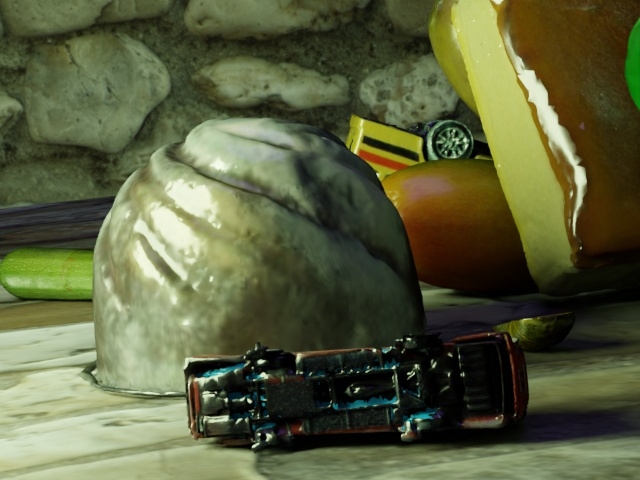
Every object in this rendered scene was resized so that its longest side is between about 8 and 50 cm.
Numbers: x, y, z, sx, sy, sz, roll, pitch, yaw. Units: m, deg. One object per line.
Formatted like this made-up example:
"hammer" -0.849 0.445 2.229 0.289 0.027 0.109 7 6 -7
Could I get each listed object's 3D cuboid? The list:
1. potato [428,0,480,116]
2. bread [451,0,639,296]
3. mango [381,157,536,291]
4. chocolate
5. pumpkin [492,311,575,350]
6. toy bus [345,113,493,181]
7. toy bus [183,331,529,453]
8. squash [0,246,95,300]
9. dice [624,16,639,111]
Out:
"potato" 0.245 -0.209 1.832 0.266 0.229 0.229 21 -4 -23
"bread" 0.324 -0.122 1.646 0.324 0.333 0.143 -10 -18 -20
"mango" 0.187 -0.017 1.712 0.289 0.129 0.146 -1 27 -5
"chocolate" -0.065 0.002 1.451 0.303 0.213 0.303 -5 8 1
"pumpkin" 0.174 0.075 1.381 0.050 0.028 0.083 -7 -2 -24
"toy bus" 0.187 -0.051 1.839 0.336 0.123 0.121 17 3 -6
"toy bus" 0.025 0.098 1.145 0.235 0.073 0.096 -5 0 18
"squash" -0.290 0.039 1.966 0.229 0.066 0.066 1 9 43
"dice" 0.452 -0.204 1.460 0.297 0.287 0.300 -49 -6 -28
